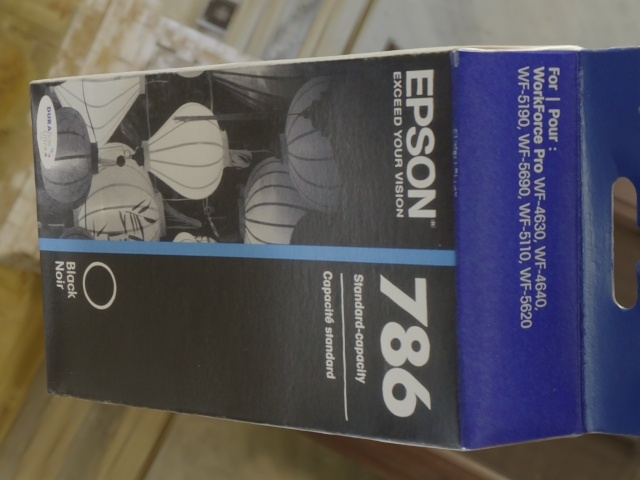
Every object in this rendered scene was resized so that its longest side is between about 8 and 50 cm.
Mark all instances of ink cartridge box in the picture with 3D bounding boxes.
[{"bbox_3d":[0.000,0.000,0.657,0.065,0.333,0.165,-6,-85,-51],"label":"ink cartridge box"}]
